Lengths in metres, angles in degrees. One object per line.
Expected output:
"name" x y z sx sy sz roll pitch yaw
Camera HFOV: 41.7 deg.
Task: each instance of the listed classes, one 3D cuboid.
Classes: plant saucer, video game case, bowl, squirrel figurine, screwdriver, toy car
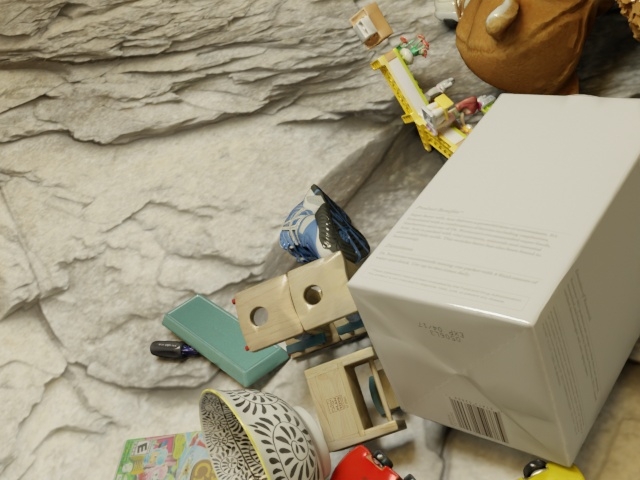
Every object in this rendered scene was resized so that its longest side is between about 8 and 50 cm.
"plant saucer" -0.120 0.114 1.020 0.067 0.018 0.192 -32 36 -28
"video game case" -0.152 0.298 0.877 0.193 0.023 0.212 -12 46 24
"bowl" -0.042 0.204 0.788 0.080 0.170 0.170 -21 35 -26
"squirrel figurine" 0.338 -0.332 0.973 0.397 0.281 0.370 20 71 47
"screwdriver" -0.137 0.135 1.029 0.170 0.024 0.025 -2 22 24
"toy car" 0.102 0.287 0.701 0.239 0.053 0.225 -6 49 30

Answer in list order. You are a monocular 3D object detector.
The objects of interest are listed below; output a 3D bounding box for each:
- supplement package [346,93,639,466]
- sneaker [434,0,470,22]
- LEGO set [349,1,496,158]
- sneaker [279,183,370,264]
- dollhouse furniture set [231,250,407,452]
"supplement package" 0.195 0.019 0.765 0.178 0.175 0.293 11 48 40
"sneaker" 0.240 -0.442 1.250 0.110 0.118 0.292 11 59 37
"LEGO set" 0.158 -0.193 1.056 0.107 0.132 0.287 -33 63 -6
"sneaker" 0.000 0.000 1.004 0.081 0.080 0.211 -45 14 6
"dollhouse furniture set" 0.010 0.128 0.885 0.129 0.129 0.183 -22 72 15
